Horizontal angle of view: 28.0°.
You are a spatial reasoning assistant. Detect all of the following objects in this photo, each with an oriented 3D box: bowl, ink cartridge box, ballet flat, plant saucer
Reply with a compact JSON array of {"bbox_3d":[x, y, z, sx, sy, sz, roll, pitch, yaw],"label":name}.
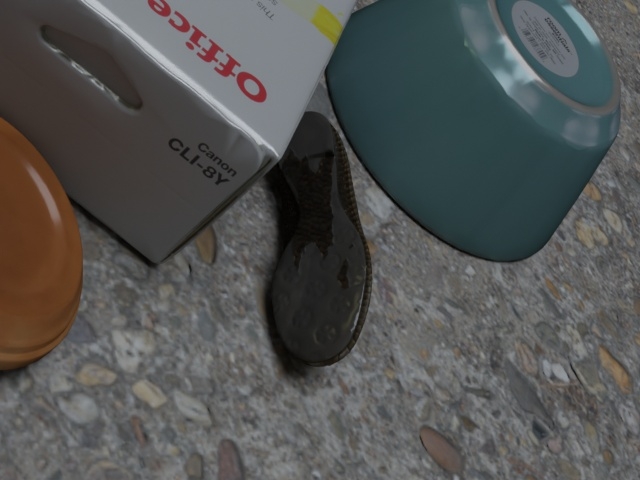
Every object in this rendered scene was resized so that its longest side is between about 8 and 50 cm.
[{"bbox_3d":[0.175,-0.151,1.263,0.312,0.163,0.311,25,45,-28],"label":"bowl"},{"bbox_3d":[-0.129,-0.212,1.014,0.279,0.160,0.384,39,39,-13],"label":"ink cartridge box"},{"bbox_3d":[0.000,0.000,1.047,0.058,0.084,0.249,62,16,-50],"label":"ballet flat"},{"bbox_3d":[-0.220,-0.015,0.819,0.200,0.037,0.200,45,29,-33],"label":"plant saucer"}]
